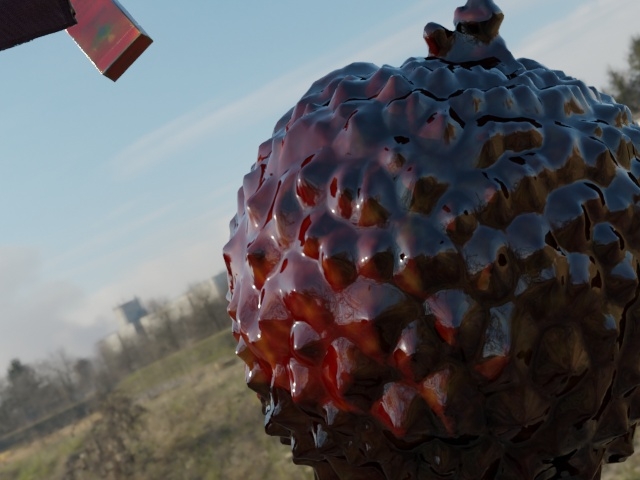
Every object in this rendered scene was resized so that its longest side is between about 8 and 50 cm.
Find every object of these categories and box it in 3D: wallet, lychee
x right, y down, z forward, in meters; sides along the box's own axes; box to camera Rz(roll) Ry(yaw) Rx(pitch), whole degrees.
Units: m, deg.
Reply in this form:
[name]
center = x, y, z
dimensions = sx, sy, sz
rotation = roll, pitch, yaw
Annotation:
[wallet]
center = -0.408, -0.302, 1.233
dimensions = 0.165, 0.111, 0.030
rotation = -17, 28, 4
[lychee]
center = 0.124, 0.011, 0.867
dimensions = 0.424, 0.500, 0.424
rotation = 9, -4, 1

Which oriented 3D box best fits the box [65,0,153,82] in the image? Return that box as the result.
[box]
center = -0.405, -0.396, 1.801
dimensions = 0.112, 0.175, 0.048
rotation = -43, -20, 9
